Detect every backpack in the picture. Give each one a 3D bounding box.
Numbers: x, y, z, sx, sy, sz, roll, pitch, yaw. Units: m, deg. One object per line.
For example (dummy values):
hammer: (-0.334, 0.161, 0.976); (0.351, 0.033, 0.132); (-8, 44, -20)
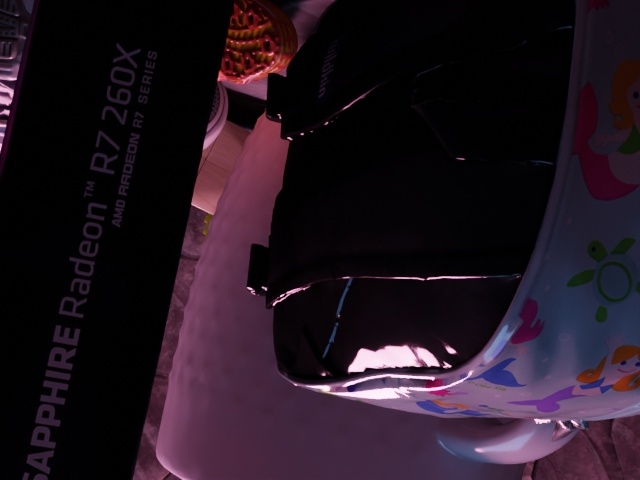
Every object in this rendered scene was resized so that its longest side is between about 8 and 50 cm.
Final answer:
backpack: (0.088, -0.032, 0.459); (0.191, 0.225, 0.253); (10, 168, -14)

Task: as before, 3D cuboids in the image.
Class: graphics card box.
graphics card box: (-0.130, 0.001, 0.577); (0.094, 0.371, 0.233); (13, 179, -14)

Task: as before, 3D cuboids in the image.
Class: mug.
mug: (0.068, 0.035, 0.787); (0.276, 0.328, 0.374); (14, 177, -32)

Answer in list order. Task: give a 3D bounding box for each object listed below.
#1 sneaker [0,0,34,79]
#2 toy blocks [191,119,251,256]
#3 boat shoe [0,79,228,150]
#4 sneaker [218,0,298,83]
sneaker: (-0.262, -0.168, 0.759); (0.232, 0.090, 0.115); (21, -163, 12)
toy blocks: (-0.098, -0.073, 1.270); (0.381, 0.191, 0.261); (27, 180, -29)
boat shoe: (-0.239, -0.141, 0.899); (0.340, 0.127, 0.158); (-1, 160, -13)
sneaker: (-0.053, -0.141, 0.746); (0.067, 0.064, 0.175); (-8, -168, -26)
